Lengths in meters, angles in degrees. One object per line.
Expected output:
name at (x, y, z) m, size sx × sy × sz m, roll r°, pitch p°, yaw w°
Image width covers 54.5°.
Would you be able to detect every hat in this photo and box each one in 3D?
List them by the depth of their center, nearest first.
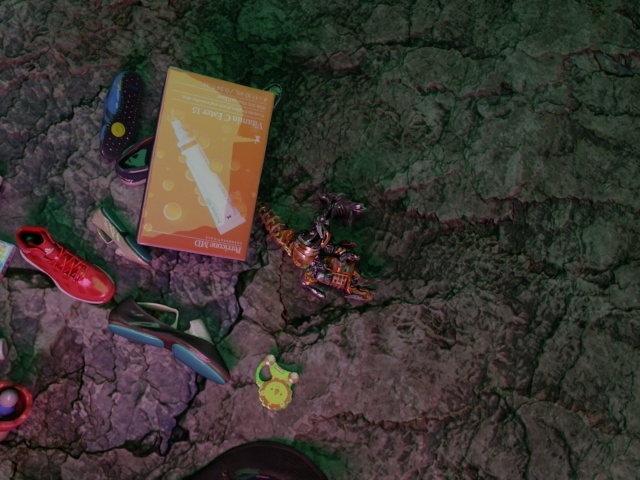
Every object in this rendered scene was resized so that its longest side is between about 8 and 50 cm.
hat at (-0.133, 0.543, 1.168) m, size 0.332 × 0.331 × 0.133 m, roll -11°, pitch 117°, yaw -13°

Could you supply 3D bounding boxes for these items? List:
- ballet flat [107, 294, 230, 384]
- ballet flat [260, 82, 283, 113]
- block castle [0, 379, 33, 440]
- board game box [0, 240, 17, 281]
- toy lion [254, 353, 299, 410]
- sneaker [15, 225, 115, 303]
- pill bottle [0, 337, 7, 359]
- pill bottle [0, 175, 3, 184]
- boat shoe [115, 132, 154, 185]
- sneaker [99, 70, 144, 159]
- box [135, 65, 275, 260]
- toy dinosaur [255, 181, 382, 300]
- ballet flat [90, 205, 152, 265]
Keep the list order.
ballet flat at (-0.295, 0.192, 1.273) m, size 0.281 × 0.095 × 0.096 m, roll 27°, pitch 60°, yaw -2°
ballet flat at (-0.161, -0.282, 1.429) m, size 0.077 × 0.079 × 0.221 m, roll 36°, pitch 72°, yaw -1°
block castle at (-0.751, 0.253, 1.036) m, size 0.453 × 0.213 × 0.303 m, roll 39°, pitch 43°, yaw -5°
board game box at (-0.719, 0.032, 1.268) m, size 0.154 × 0.026 × 0.103 m, roll 20°, pitch 73°, yaw -5°
toy lion at (-0.098, 0.303, 1.312) m, size 0.100 × 0.034 × 0.096 m, roll 37°, pitch 80°, yaw 1°
sneaker at (-0.520, 0.049, 1.247) m, size 0.221 × 0.128 × 0.087 m, roll 29°, pitch 72°, yaw -2°
pill bottle at (-0.664, 0.218, 1.220) m, size 0.083 × 0.043 × 0.043 m, roll -5°, pitch 76°, yaw -11°
pill bottle at (-0.704, -0.084, 1.281) m, size 0.067 × 0.067 × 0.120 m, roll 19°, pitch 73°, yaw -5°
boat shoe at (-0.337, -0.211, 1.377) m, size 0.255 × 0.079 × 0.095 m, roll -28°, pitch 82°, yaw -16°
sneaker at (-0.452, -0.276, 1.386) m, size 0.069 × 0.082 × 0.209 m, roll 20°, pitch 76°, yaw -42°
box at (-0.241, -0.147, 1.275) m, size 0.215 × 0.168 × 0.345 m, roll 10°, pitch 89°, yaw -18°
toy dinosaur at (0.000, 0.000, 1.356) m, size 0.322 × 0.164 × 0.218 m, roll 34°, pitch 88°, yaw -22°
ballet flat at (-0.426, 0.000, 1.327) m, size 0.052 × 0.057 × 0.168 m, roll -43°, pitch 82°, yaw 10°
